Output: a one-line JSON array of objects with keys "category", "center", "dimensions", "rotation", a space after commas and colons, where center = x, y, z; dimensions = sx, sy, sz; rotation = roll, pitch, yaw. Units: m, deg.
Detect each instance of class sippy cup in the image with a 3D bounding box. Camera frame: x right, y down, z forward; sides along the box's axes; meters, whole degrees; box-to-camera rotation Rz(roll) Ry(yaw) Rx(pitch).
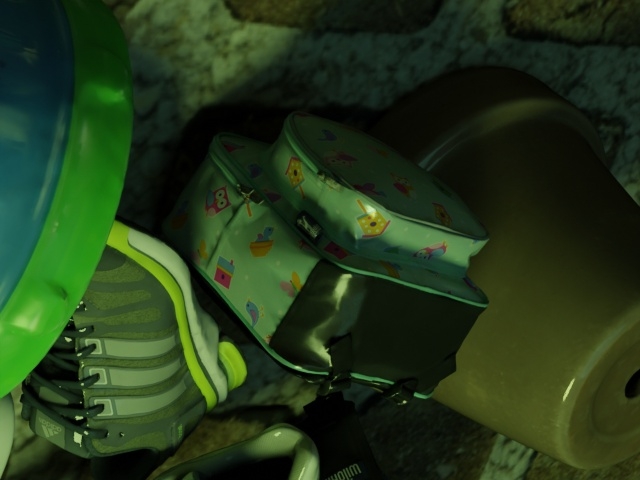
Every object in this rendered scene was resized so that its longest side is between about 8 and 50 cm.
[{"category": "sippy cup", "center": [-0.245, -0.053, 0.814], "dimensions": [0.224, 0.305, 0.240], "rotation": [21, 134, -36]}]

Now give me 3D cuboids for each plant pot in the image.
[{"category": "plant pot", "center": [0.150, 0.043, 1.216], "dimensions": [0.263, 0.229, 0.263], "rotation": [-23, 134, -26]}]

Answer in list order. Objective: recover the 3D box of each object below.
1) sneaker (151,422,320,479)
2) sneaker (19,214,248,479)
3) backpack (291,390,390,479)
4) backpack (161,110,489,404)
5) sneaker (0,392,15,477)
[{"category": "sneaker", "center": [-0.120, 0.206, 1.096], "dimensions": [0.297, 0.111, 0.129], "rotation": [-34, 157, -29]}, {"category": "sneaker", "center": [-0.136, 0.063, 1.028], "dimensions": [0.121, 0.111, 0.300], "rotation": [-60, 149, -18]}, {"category": "backpack", "center": [-0.006, 0.296, 1.245], "dimensions": [0.276, 0.263, 0.213], "rotation": [-36, 138, -15]}, {"category": "backpack", "center": [0.000, 0.000, 1.084], "dimensions": [0.166, 0.188, 0.144], "rotation": [11, 107, -48]}, {"category": "sneaker", "center": [-0.304, 0.207, 1.045], "dimensions": [0.147, 0.104, 0.295], "rotation": [9, 108, -43]}]
